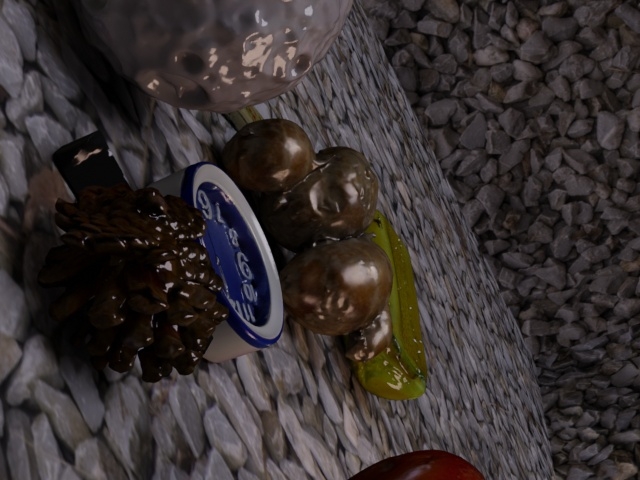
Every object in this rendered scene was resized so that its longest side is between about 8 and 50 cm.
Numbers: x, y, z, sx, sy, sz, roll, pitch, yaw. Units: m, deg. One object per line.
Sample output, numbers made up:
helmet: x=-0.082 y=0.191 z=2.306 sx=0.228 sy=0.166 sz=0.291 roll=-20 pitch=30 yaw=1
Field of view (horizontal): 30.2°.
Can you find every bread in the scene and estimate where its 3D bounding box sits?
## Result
bread: x=0.091 y=0.103 z=1.961 sx=0.166 sy=0.112 sz=0.383 roll=53 pitch=20 yaw=-34
bread: x=-0.115 y=-0.190 z=1.818 sx=0.153 sy=0.028 sz=0.068 roll=50 pitch=22 yaw=-54

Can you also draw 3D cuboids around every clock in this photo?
clock: x=-0.126 y=0.025 z=1.385 sx=0.230 sy=0.083 sz=0.230 roll=-20 pitch=90 yaw=-76

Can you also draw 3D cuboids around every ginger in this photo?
ginger: x=0.000 y=0.000 z=1.708 sx=0.256 sy=0.176 sz=0.375 roll=-14 pitch=84 yaw=-57

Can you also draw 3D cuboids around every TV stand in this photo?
TV stand: x=-0.193 y=0.011 z=1.230 sx=0.256 sy=0.049 sz=0.040 roll=64 pitch=17 yaw=-16

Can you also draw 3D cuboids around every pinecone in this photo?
pinecone: x=-0.168 y=0.037 z=1.081 sx=0.179 sy=0.150 sz=0.195 roll=-73 pitch=140 yaw=-67

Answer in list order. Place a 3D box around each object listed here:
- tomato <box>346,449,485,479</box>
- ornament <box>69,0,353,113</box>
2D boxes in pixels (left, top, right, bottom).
tomato: x=0.080 y=0.381 z=1.202 sx=0.293 sy=0.290 sz=0.325 roll=64 pitch=17 yaw=-7
ornament: x=-0.128 y=-0.304 z=1.371 sx=0.337 sy=0.337 sz=0.337 roll=59 pitch=18 yaw=-32
